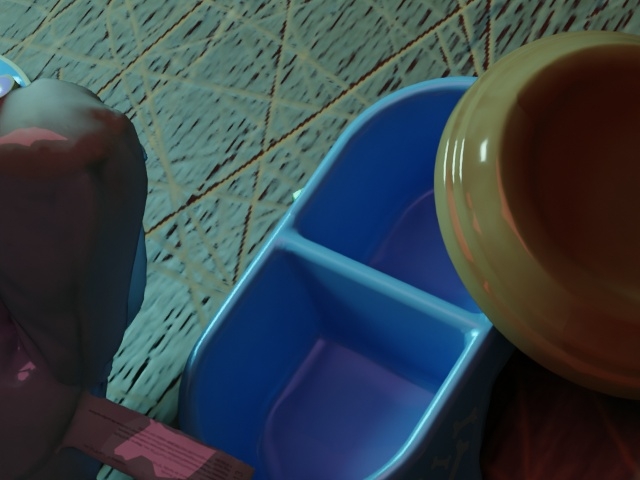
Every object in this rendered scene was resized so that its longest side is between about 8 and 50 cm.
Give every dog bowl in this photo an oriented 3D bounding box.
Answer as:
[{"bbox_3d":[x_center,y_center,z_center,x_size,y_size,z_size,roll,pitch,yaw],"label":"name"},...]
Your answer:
[{"bbox_3d":[0.038,0.038,0.805,0.166,0.074,0.297,24,69,28],"label":"dog bowl"}]

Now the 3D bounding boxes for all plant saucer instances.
[{"bbox_3d":[0.156,-0.021,0.759,0.200,0.037,0.200,5,66,-12],"label":"plant saucer"}]

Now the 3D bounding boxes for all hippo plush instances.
[{"bbox_3d":[-0.147,-0.002,0.757,0.234,0.294,0.236,-57,7,22],"label":"hippo plush"}]

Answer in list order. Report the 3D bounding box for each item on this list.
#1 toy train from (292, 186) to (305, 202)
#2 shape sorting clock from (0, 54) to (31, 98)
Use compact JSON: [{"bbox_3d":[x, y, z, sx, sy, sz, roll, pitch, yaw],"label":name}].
[{"bbox_3d":[0.000,0.000,0.903,0.024,0.017,0.083,-28,48,18],"label":"toy train"},{"bbox_3d":[-0.289,-0.057,1.066,0.206,0.040,0.206,-13,52,17],"label":"shape sorting clock"}]
